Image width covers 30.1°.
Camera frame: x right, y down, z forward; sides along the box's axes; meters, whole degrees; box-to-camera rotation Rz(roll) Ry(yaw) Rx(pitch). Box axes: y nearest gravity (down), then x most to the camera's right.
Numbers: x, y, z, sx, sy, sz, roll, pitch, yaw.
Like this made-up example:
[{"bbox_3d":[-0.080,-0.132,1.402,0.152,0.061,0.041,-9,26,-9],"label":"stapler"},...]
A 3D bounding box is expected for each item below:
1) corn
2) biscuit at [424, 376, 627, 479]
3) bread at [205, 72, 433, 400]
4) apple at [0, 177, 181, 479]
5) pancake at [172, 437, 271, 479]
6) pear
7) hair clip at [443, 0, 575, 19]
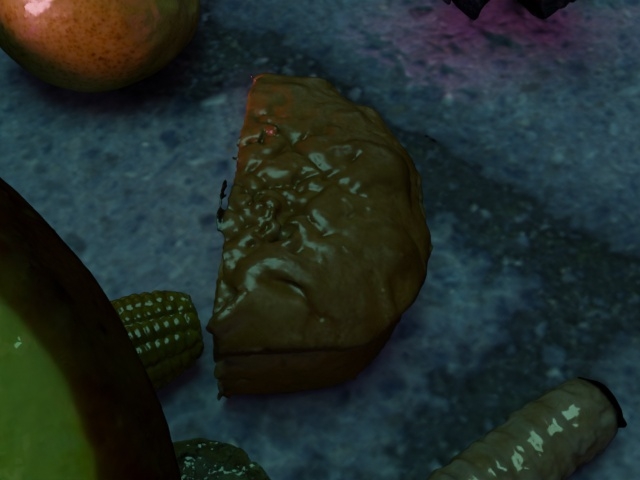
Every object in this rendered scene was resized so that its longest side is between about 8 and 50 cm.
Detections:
[{"bbox_3d":[-0.184,0.098,0.763,0.231,0.080,0.080,-22,54,-19],"label":"corn"},{"bbox_3d":[0.096,0.153,0.714,0.219,0.061,0.055,-33,102,-19],"label":"biscuit"},{"bbox_3d":[0.000,0.000,0.798,0.139,0.143,0.229,9,56,-4],"label":"bread"},{"bbox_3d":[-0.249,0.128,0.510,0.374,0.374,0.384,-29,58,-18],"label":"apple"},{"bbox_3d":[-0.079,0.175,0.728,0.116,0.023,0.130,-17,53,-13],"label":"pancake"},{"bbox_3d":[-0.184,-0.200,0.950,0.178,0.178,0.178,-1,52,2],"label":"pear"},{"bbox_3d":[0.152,-0.304,0.978,0.194,0.206,0.310,1,57,10],"label":"hair clip"}]
